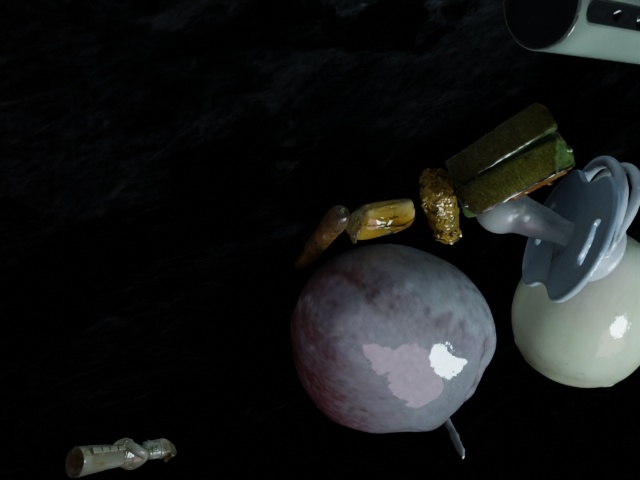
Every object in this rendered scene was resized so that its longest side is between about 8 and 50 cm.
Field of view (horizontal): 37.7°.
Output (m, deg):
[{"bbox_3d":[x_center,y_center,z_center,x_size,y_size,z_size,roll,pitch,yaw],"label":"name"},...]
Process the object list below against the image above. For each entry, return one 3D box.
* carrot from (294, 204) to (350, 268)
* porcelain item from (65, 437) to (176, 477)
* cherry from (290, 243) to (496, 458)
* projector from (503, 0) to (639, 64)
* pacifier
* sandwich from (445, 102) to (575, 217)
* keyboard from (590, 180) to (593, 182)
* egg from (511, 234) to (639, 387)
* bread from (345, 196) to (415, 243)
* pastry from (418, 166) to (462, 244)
[{"bbox_3d":[-0.001,0.001,1.385,0.035,0.036,0.165,-7,151,-35],"label":"carrot"},{"bbox_3d":[-0.373,0.408,1.784,0.213,0.054,0.084,2,146,-43],"label":"porcelain item"},{"bbox_3d":[0.116,0.150,1.483,0.326,0.291,0.335,-7,138,0],"label":"cherry"},{"bbox_3d":[0.369,-0.269,1.134,0.337,0.108,0.108,-3,146,-39],"label":"projector"},{"bbox_3d":[0.359,-0.039,1.495,0.233,0.244,0.299,18,-174,-9],"label":"pacifier"},{"bbox_3d":[0.266,-0.108,1.361,0.184,0.109,0.160,-27,174,-2],"label":"sandwich"},{"bbox_3d":[0.483,-0.061,1.732,0.055,0.017,0.166,-14,152,-23],"label":"keyboard"},{"bbox_3d":[0.520,0.128,1.824,0.283,0.283,0.345,-15,138,-21],"label":"egg"},{"bbox_3d":[0.089,-0.030,1.389,0.106,0.053,0.072,-12,155,-38],"label":"bread"},{"bbox_3d":[0.181,-0.050,1.406,0.056,0.080,0.140,-17,156,9],"label":"pastry"}]
